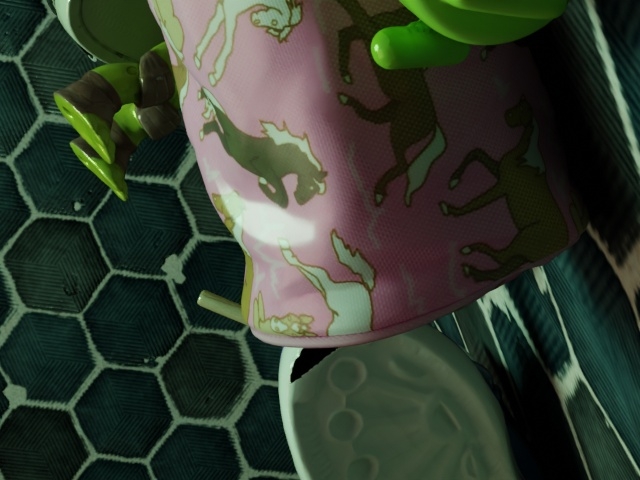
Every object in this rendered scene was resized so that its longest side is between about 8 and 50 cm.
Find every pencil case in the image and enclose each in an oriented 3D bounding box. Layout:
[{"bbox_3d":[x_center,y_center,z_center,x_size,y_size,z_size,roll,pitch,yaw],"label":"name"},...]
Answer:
[{"bbox_3d":[-0.021,-0.141,0.710,0.167,0.160,0.386,-132,19,-78],"label":"pencil case"}]

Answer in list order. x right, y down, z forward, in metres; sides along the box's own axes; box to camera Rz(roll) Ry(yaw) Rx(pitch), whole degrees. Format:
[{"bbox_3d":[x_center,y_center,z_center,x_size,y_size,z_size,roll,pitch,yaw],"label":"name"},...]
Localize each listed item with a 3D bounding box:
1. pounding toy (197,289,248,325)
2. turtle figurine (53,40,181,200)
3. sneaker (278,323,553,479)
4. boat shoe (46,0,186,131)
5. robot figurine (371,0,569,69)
[{"bbox_3d":[-0.006,0.009,1.228,0.094,0.181,0.206,-143,30,-82],"label":"pounding toy"},{"bbox_3d":[-0.070,-0.131,1.109,0.087,0.217,0.269,51,166,4],"label":"turtle figurine"},{"bbox_3d":[0.053,0.117,1.137,0.323,0.130,0.236,50,-176,-31],"label":"sneaker"},{"bbox_3d":[-0.099,-0.150,1.260,0.113,0.127,0.340,42,-169,34],"label":"boat shoe"},{"bbox_3d":[0.050,-0.107,0.582,0.115,0.067,0.101,-120,35,-66],"label":"robot figurine"}]
